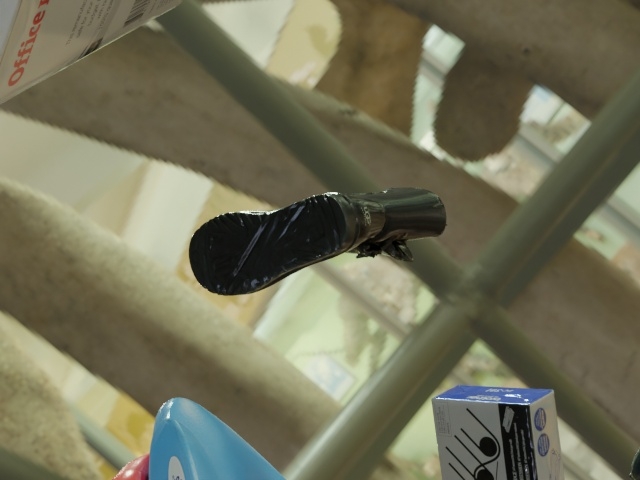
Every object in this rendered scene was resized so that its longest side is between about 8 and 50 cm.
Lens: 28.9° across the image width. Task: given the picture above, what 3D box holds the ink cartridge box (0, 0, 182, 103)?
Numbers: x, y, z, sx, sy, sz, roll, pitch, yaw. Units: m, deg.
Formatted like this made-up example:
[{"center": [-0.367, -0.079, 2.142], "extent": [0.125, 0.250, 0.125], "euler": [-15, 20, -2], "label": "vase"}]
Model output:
[{"center": [-0.146, -0.185, 0.736], "extent": [0.203, 0.086, 0.148], "euler": [-43, -11, -49], "label": "ink cartridge box"}]

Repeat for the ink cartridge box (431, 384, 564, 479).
[{"center": [0.157, 0.228, 1.042], "extent": [0.097, 0.207, 0.046], "euler": [-3, 10, 40], "label": "ink cartridge box"}]

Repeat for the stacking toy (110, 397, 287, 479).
[{"center": [-0.135, 0.220, 0.594], "extent": [0.302, 0.166, 0.175], "euler": [-27, 44, 14], "label": "stacking toy"}]

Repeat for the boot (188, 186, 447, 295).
[{"center": [0.000, 0.000, 1.429], "extent": [0.246, 0.094, 0.207], "euler": [-18, -9, 36], "label": "boot"}]

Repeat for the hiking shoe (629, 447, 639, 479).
[{"center": [0.279, 0.210, 0.730], "extent": [0.113, 0.132, 0.304], "euler": [-46, -49, -10], "label": "hiking shoe"}]
